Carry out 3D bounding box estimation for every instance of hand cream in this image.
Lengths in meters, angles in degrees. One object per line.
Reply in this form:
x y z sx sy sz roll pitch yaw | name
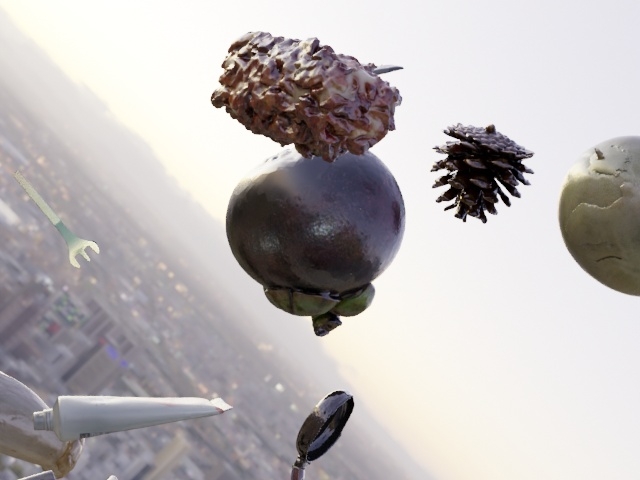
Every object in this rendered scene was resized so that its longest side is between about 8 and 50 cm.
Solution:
-0.332 0.300 1.965 0.124 0.341 0.077 179 -93 -73 | hand cream

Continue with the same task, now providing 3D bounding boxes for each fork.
-0.332 -0.028 1.398 0.235 0.039 0.021 42 -17 43 | fork

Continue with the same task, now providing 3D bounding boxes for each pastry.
-0.018 -0.141 1.057 0.097 0.115 0.208 34 -3 -39 | pastry

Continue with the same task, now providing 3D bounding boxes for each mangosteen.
0.001 -0.015 1.791 0.300 0.300 0.300 46 -4 4 | mangosteen

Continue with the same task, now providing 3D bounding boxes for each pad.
0.018 -0.298 1.987 0.233 0.174 0.022 20 -60 58 | pad

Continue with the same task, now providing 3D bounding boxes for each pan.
-0.017 0.302 1.566 0.040 0.212 0.115 27 -7 21 | pan

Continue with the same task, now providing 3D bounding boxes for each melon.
0.564 -0.051 2.009 0.330 0.268 0.268 43 -2 -35 | melon

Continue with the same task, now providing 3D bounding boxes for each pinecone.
0.296 -0.127 2.104 0.208 0.208 0.208 46 -4 4 | pinecone

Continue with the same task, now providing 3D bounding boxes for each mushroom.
-0.627 0.311 2.094 0.407 0.137 0.154 36 7 -30 | mushroom

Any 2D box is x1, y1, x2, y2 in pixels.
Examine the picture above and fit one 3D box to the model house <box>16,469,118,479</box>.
-0.359 0.403 1.532 0.122 0.229 0.188 -135 -140 -68 | model house
